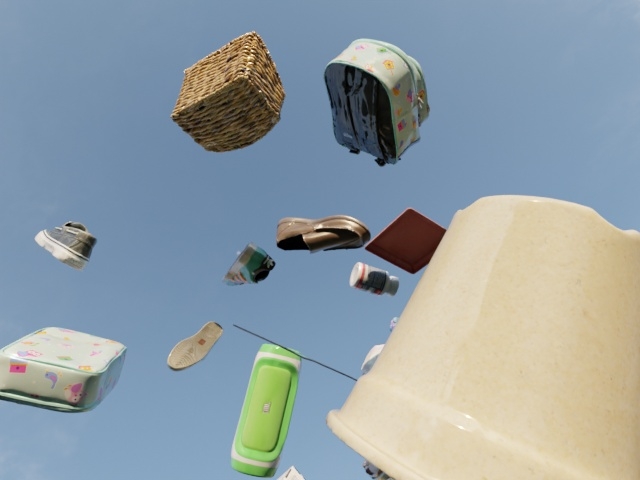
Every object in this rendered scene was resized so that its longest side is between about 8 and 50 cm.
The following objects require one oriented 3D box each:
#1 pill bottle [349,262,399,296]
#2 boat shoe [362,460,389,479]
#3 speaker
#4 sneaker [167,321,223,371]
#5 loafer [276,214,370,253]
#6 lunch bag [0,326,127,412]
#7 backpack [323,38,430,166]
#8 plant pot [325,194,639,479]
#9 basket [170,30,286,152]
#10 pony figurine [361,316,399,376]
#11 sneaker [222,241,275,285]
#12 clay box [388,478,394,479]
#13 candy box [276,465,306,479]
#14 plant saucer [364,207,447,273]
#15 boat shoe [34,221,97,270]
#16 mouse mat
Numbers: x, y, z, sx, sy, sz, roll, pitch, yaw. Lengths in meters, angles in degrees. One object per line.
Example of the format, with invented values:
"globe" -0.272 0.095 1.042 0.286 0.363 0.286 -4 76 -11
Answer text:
"pill bottle" 0.218 0.163 1.623 0.180 0.108 0.108 18 -74 -9
"boat shoe" 0.162 0.446 0.938 0.116 0.123 0.324 36 -51 18
"speaker" -0.134 0.424 1.029 0.131 0.131 0.297 21 -113 -21
"sneaker" -0.385 0.348 1.222 0.083 0.222 0.118 36 -63 9
"loafer" 0.000 0.000 1.442 0.365 0.130 0.134 -1 -43 26
"lunch bag" -0.573 0.280 0.899 0.224 0.279 0.108 16 -96 -14
"backpack" 0.096 -0.247 0.696 0.144 0.166 0.188 -47 -36 -11
"plant pot" 0.216 0.129 0.464 0.333 0.333 0.306 30 -105 -22
"basket" -0.255 -0.424 1.205 0.299 0.223 0.213 -17 -37 27
"pony figurine" 0.365 0.464 1.716 0.302 0.351 0.364 20 -34 12
"sneaker" -0.249 0.111 1.395 0.121 0.302 0.108 36 -122 -9
"clay box" 0.303 1.000 1.840 0.053 0.222 0.127 -23 -32 -35
"candy box" -0.080 0.865 1.309 0.196 0.070 0.165 43 -66 10
"plant saucer" 0.341 -0.002 1.521 0.258 0.048 0.259 27 -48 -21
"boat shoe" -0.754 0.005 1.226 0.119 0.335 0.121 -57 -45 -19
"mouse mat" -0.037 0.184 0.654 0.189 0.152 0.007 36 -109 -39
